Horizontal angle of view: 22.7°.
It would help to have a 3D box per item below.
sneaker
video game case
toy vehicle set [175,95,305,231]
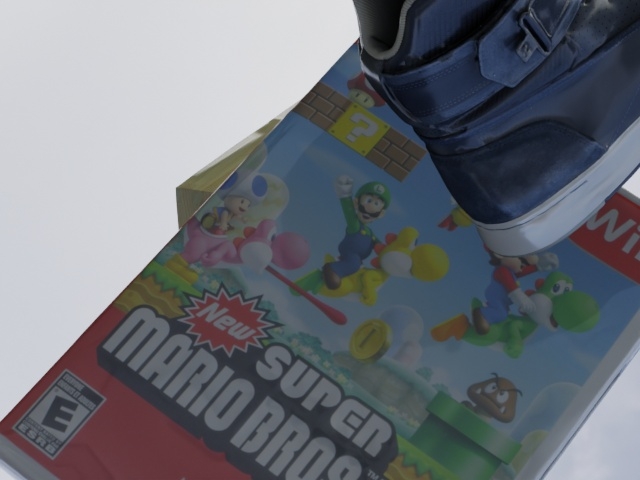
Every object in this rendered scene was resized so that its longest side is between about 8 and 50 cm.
[{"bbox_3d":[0.114,-0.123,0.676,0.226,0.163,0.086,-46,-150,-7],"label":"sneaker"},{"bbox_3d":[0.018,0.049,0.728,0.204,0.025,0.285,34,-114,16],"label":"video game case"},{"bbox_3d":[0.000,0.000,0.952,0.035,0.166,0.267,9,-154,24],"label":"toy vehicle set"}]
